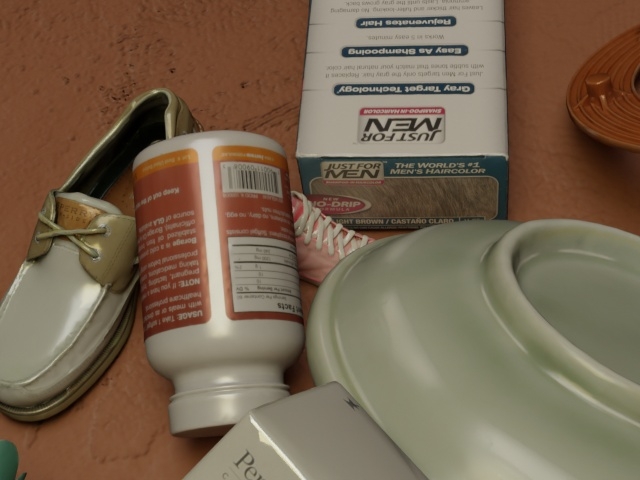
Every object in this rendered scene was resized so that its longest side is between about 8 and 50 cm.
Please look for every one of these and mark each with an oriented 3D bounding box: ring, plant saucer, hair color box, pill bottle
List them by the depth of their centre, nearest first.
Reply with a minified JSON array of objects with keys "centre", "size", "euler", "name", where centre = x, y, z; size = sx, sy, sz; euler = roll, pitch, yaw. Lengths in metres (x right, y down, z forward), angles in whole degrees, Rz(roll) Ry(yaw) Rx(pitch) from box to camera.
[{"centre":[0.192,0.083,0.814],"size":[0.400,0.100,0.400],"euler":[16,28,-9],"name":"plant saucer"},{"centre":[-0.076,0.036,0.956],"size":[0.121,0.121,0.216],"euler":[-6,77,2],"name":"pill bottle"},{"centre":[0.367,-0.159,1.045],"size":[0.337,0.032,0.336],"euler":[-15,27,8],"name":"ring"},{"centre":[0.079,-0.174,1.136],"size":[0.174,0.105,0.347],"euler":[0,53,7],"name":"hair color box"}]

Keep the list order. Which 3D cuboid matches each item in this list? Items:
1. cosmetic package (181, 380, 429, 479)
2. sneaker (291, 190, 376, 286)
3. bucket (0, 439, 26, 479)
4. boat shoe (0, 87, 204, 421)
[{"centre":[-0.011,0.229,0.619],"size":[0.224,0.138,0.224],"euler":[46,102,13],"name":"cosmetic package"},{"centre":[0.000,0.000,1.037],"size":[0.134,0.070,0.051],"euler":[12,53,13],"name":"sneaker"},{"centre":[-0.346,0.199,0.809],"size":[0.281,0.281,0.183],"euler":[5,58,10],"name":"bucket"},{"centre":[-0.191,0.001,1.035],"size":[0.113,0.103,0.302],"euler":[15,56,17],"name":"boat shoe"}]
